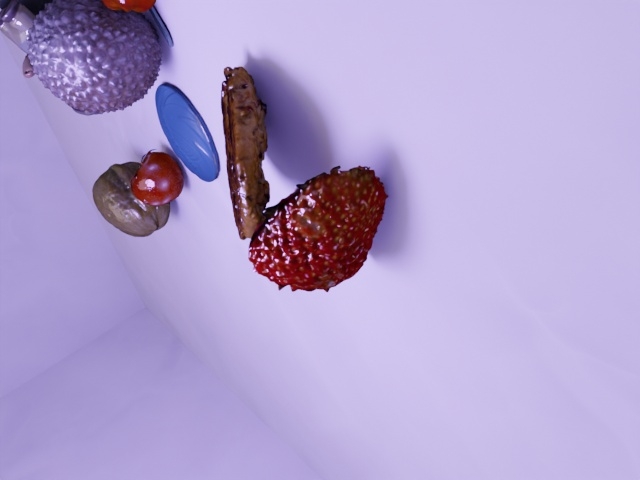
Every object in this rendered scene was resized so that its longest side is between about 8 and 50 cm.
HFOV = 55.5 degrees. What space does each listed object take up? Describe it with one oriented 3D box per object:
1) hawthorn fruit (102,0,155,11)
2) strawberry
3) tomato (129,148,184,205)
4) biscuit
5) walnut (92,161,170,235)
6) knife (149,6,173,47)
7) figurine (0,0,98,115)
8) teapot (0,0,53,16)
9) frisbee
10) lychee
[{"bbox_3d":[-0.403,-0.548,1.299,0.125,0.140,0.125,34,-179,-1],"label":"hawthorn fruit"},{"bbox_3d":[0.000,0.000,1.052,0.306,0.233,0.138,118,144,-61],"label":"strawberry"},{"bbox_3d":[-0.488,-0.187,1.846,0.167,0.167,0.167,42,152,29],"label":"tomato"},{"bbox_3d":[-0.142,-0.166,1.189,0.289,0.081,0.334,114,150,-70],"label":"biscuit"},{"bbox_3d":[-0.639,-0.135,2.083,0.282,0.227,0.283,29,135,33],"label":"walnut"},{"bbox_3d":[-0.395,-0.541,1.397,0.210,0.015,0.028,58,149,-6],"label":"knife"},{"bbox_3d":[-0.674,-0.485,1.628,0.248,0.203,0.380,-24,143,29],"label":"figurine"},{"bbox_3d":[-0.773,-0.755,1.581,0.239,0.239,0.322,55,164,36],"label":"teapot"},{"bbox_3d":[-0.372,-0.278,1.632,0.289,0.049,0.290,42,152,29],"label":"frisbee"},{"bbox_3d":[-0.522,-0.446,1.417,0.300,0.300,0.300,42,152,29],"label":"lychee"}]
